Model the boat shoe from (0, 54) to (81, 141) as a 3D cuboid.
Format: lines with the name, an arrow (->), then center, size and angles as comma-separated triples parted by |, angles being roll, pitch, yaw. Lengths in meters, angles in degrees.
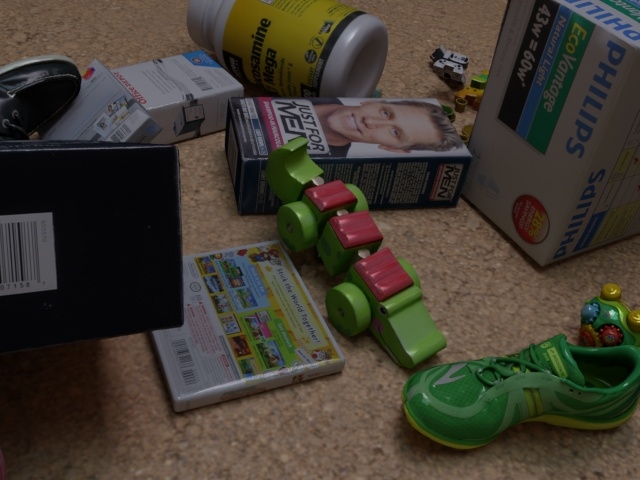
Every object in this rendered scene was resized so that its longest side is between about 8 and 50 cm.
boat shoe -> -0.463, -0.139, 1.031 | 0.340, 0.127, 0.113 | -34, 68, -29

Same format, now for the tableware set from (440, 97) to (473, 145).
tableware set -> 0.253, -0.212, 1.348 | 0.104, 0.024, 0.154 | 6, 40, -5

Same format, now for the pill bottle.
pill bottle -> -0.065, -0.356, 1.325 | 0.334, 0.187, 0.188 | 28, 44, 20

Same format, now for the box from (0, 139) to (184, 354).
box -> -0.353, -0.008, 0.735 | 0.343, 0.178, 0.313 | -6, 10, -33

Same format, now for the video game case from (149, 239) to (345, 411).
video game case -> -0.107, 0.094, 0.923 | 0.207, 0.026, 0.227 | -10, 44, -22

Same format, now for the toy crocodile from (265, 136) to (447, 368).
toy crocodile -> 0.042, 0.011, 0.961 | 0.115, 0.105, 0.340 | -19, 64, -30

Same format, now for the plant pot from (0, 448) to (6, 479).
plant pot -> -0.401, 0.183, 0.650 | 0.201, 0.201, 0.180 | -20, 33, -30

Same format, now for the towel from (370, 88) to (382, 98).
towel -> 0.070, -0.278, 1.397 | 0.083, 0.009, 0.060 | 20, 41, 11

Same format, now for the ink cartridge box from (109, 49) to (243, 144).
ink cartridge box -> -0.244, -0.234, 1.228 | 0.191, 0.082, 0.139 | -22, 50, -30

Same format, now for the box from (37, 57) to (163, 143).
box -> -0.336, -0.170, 1.110 | 0.145, 0.038, 0.186 | -45, 57, 0

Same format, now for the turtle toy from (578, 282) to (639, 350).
turtle toy -> 0.373, 0.123, 0.945 | 0.066, 0.095, 0.130 | -26, 48, -7

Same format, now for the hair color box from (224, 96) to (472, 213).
hair color box -> 0.036, -0.137, 1.157 | 0.348, 0.105, 0.173 | -2, 42, -15

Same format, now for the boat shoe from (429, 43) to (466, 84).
boat shoe -> 0.252, -0.343, 1.489 | 0.046, 0.038, 0.125 | 33, 28, -44

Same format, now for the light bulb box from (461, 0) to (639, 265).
light bulb box -> 0.438, -0.196, 1.113 | 0.361, 0.357, 0.225 | -15, 44, -28

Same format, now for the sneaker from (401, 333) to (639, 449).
sneaker -> 0.231, 0.155, 0.844 | 0.296, 0.123, 0.109 | -4, 43, -15

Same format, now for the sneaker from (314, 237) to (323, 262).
sneaker -> 0.000, 0.000, 1.054 | 0.035, 0.031, 0.083 | -10, 44, 25

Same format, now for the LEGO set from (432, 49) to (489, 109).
LEGO set -> 0.329, -0.295, 1.407 | 0.227, 0.087, 0.093 | 21, 57, 12
